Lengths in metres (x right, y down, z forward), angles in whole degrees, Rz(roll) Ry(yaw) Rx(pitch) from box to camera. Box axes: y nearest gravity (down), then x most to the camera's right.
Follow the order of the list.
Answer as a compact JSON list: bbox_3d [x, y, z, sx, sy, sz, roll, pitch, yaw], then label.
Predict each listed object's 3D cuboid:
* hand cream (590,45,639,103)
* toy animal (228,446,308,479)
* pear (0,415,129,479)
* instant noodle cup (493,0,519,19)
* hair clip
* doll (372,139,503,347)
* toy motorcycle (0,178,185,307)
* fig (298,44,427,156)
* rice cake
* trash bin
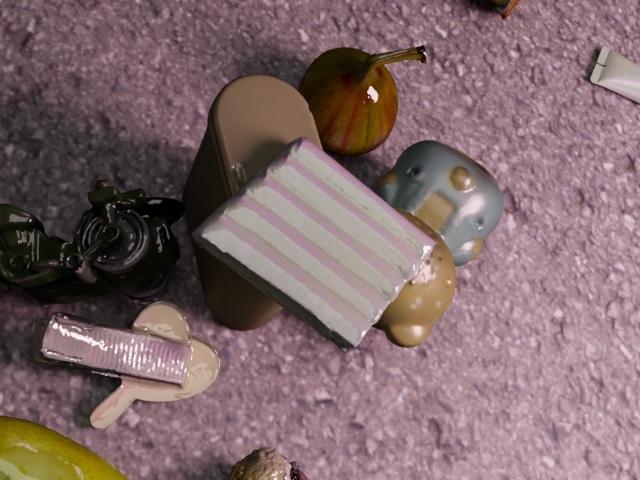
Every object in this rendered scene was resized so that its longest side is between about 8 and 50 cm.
[{"bbox_3d":[0.527,-0.235,1.536,0.204,0.050,0.078,27,66,0],"label":"hand cream"},{"bbox_3d":[-0.069,0.307,1.106,0.098,0.098,0.137,27,80,-6],"label":"toy animal"},{"bbox_3d":[-0.335,0.283,0.994,0.292,0.159,0.293,6,65,-13],"label":"pear"},{"bbox_3d":[0.267,-0.500,1.456,0.200,0.264,0.264,33,63,5],"label":"instant noodle cup"},{"bbox_3d":[-0.223,0.142,1.124,0.218,0.071,0.159,14,84,-25],"label":"hair clip"},{"bbox_3d":[0.115,0.002,1.246,0.177,0.161,0.261,41,60,0],"label":"doll"},{"bbox_3d":[-0.287,0.012,1.107,0.275,0.205,0.127,-12,75,-2],"label":"toy motorcycle"},{"bbox_3d":[0.042,-0.188,1.288,0.147,0.186,0.142,19,81,-1],"label":"fig"},{"bbox_3d":[0.000,0.000,1.005,0.198,0.037,0.189,44,62,1],"label":"rice cake"},{"bbox_3d":[-0.079,-0.032,1.149,0.121,0.247,0.243,-9,71,-22],"label":"trash bin"}]
